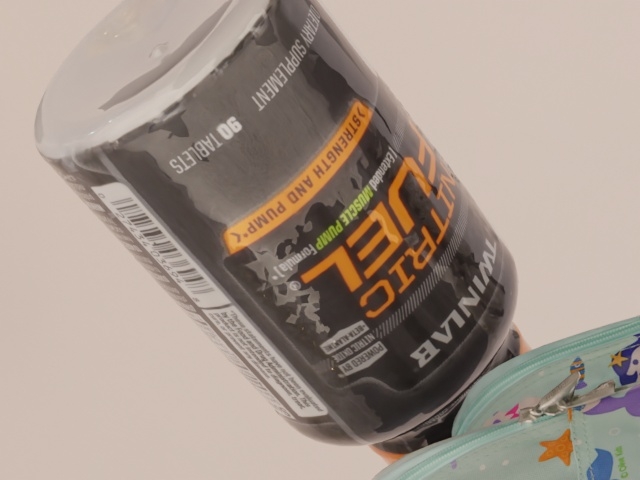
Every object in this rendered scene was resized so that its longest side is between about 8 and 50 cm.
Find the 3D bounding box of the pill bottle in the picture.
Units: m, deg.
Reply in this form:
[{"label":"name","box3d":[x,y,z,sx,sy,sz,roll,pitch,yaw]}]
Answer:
[{"label":"pill bottle","box3d":[0.000,0.000,0.749,0.130,0.130,0.245,-44,-62,-6]}]

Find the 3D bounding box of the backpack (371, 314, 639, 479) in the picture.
[{"label":"backpack","box3d":[0.134,0.146,0.670,0.253,0.225,0.191,-25,-142,8]}]
